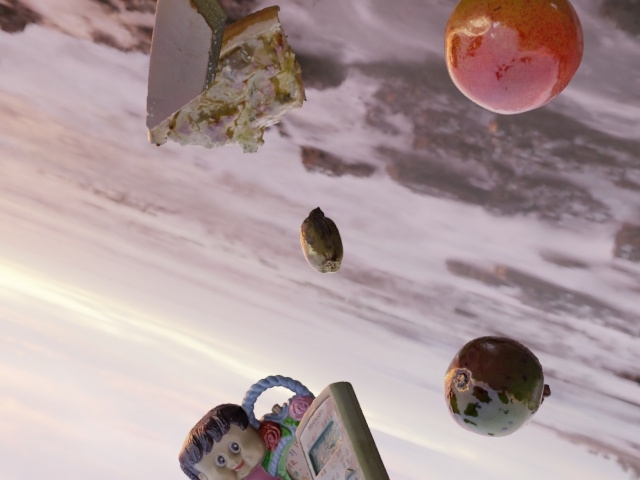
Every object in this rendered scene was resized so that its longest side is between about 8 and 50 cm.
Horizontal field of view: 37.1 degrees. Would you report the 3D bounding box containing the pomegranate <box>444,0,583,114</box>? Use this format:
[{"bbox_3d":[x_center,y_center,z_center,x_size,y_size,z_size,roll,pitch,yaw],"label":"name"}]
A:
[{"bbox_3d":[0.301,-0.331,1.526,0.220,0.257,0.221,-8,-179,0],"label":"pomegranate"}]

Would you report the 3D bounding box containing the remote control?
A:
[{"bbox_3d":[0.037,0.251,0.904,0.038,0.098,0.234,5,-136,-30],"label":"remote control"}]

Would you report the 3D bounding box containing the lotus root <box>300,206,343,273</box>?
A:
[{"bbox_3d":[0.000,0.000,1.225,0.054,0.099,0.049,22,131,-38],"label":"lotus root"}]

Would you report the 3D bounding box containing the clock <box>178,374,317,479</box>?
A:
[{"bbox_3d":[-0.066,0.279,1.249,0.195,0.194,0.100,45,175,-9],"label":"clock"}]

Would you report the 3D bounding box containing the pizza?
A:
[{"bbox_3d":[-0.137,-0.240,1.622,0.223,0.323,0.089,32,-153,-39],"label":"pizza"}]

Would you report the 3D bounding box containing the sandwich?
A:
[{"bbox_3d":[-0.198,-0.288,1.424,0.096,0.258,0.094,14,-155,5],"label":"sandwich"}]

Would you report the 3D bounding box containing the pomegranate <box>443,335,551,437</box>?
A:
[{"bbox_3d":[0.207,0.172,1.137,0.130,0.130,0.130,19,173,2],"label":"pomegranate"}]
